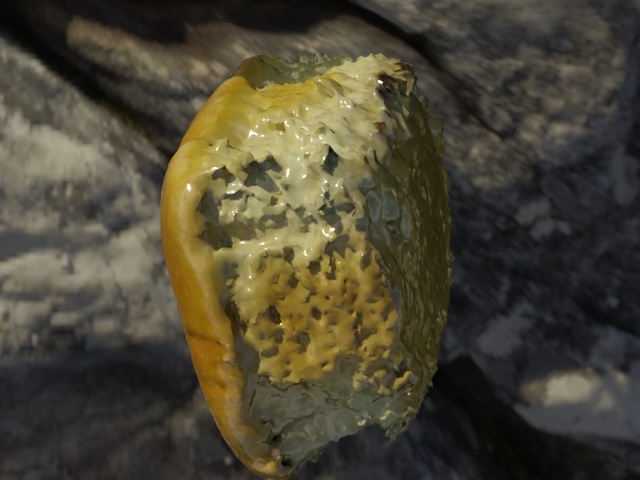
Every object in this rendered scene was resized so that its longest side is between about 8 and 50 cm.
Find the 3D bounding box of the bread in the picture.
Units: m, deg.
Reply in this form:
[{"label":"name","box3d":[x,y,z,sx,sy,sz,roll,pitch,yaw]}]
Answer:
[{"label":"bread","box3d":[0.000,0.000,0.840,0.121,0.245,0.174,-6,110,8]}]
